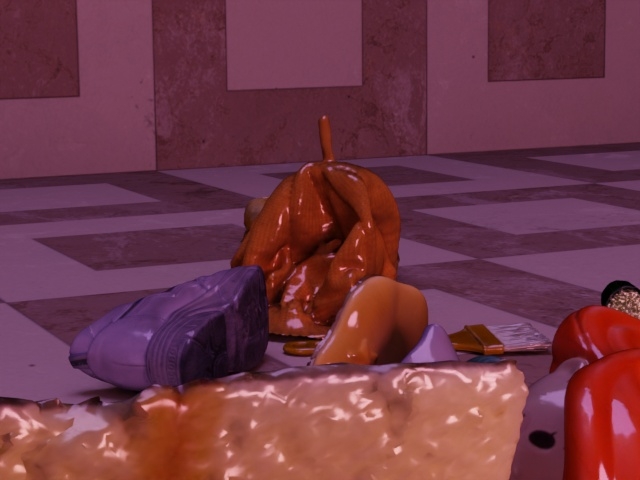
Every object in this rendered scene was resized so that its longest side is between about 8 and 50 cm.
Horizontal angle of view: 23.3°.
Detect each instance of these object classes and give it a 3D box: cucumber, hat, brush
[{"bbox_3d":[0.332,0.069,1.720,0.048,0.048,0.105,0,6,2],"label":"cucumber"},{"bbox_3d":[-0.006,-0.024,1.733,0.244,0.233,0.233,3,8,15],"label":"hat"},{"bbox_3d":[0.096,0.105,1.604,0.272,0.013,0.103,-2,8,-6],"label":"brush"}]

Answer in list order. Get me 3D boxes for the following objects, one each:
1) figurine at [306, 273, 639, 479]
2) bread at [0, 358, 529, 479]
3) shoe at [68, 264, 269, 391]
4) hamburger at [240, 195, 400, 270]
[{"bbox_3d":[0.140,0.119,1.017,0.257,0.181,0.208,14,-13,34],"label":"figurine"},{"bbox_3d":[-0.168,0.139,0.760,0.345,0.242,0.405,-3,12,-32],"label":"bread"},{"bbox_3d":[-0.136,0.084,1.495,0.137,0.095,0.245,5,16,17],"label":"shoe"},{"bbox_3d":[-0.001,0.000,1.987,0.213,0.108,0.214,-2,10,0],"label":"hamburger"}]
